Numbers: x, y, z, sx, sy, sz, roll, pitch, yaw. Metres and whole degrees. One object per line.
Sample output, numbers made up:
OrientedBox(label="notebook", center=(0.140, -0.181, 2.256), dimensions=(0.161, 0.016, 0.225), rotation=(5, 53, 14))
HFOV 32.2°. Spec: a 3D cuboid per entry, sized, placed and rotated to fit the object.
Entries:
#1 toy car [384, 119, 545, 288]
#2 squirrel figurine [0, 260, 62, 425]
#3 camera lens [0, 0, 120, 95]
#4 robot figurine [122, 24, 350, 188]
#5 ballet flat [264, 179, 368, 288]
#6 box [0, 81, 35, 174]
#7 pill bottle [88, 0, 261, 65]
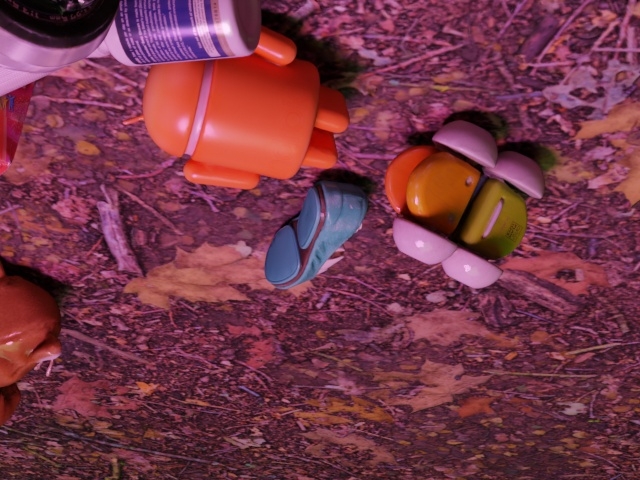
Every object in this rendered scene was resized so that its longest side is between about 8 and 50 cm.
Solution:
OrientedBox(label="toy car", center=(0.150, -0.045, 1.255), dimensions=(0.182, 0.159, 0.136), rotation=(26, 180, -33))
OrientedBox(label="squirrel figurine", center=(-0.552, 0.198, 1.581), dimensions=(0.370, 0.281, 0.397), rotation=(-37, 165, 9))
OrientedBox(label="camera lens", center=(-0.320, -0.217, 0.917), dimensions=(0.274, 0.219, 0.219), rotation=(-16, 145, 33))
OrientedBox(label="robot figurine", center=(-0.083, -0.137, 1.123), dimensions=(0.219, 0.128, 0.158), rotation=(11, 157, -12))
OrientedBox(label="ballet flat", center=(0.000, 0.000, 1.408), dimensions=(0.087, 0.083, 0.247), rotation=(0, 156, -20))
OrientedBox(label="box", center=(-0.437, -0.111, 1.231), dimensions=(0.128, 0.123, 0.257), rotation=(26, 146, -30))
OrientedBox(label="pill bottle", center=(-0.147, -0.211, 1.028), dimensions=(0.169, 0.094, 0.094), rotation=(-3, 150, 14))
